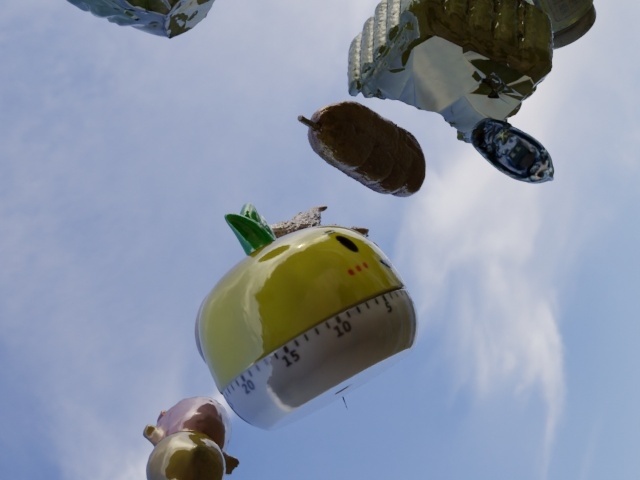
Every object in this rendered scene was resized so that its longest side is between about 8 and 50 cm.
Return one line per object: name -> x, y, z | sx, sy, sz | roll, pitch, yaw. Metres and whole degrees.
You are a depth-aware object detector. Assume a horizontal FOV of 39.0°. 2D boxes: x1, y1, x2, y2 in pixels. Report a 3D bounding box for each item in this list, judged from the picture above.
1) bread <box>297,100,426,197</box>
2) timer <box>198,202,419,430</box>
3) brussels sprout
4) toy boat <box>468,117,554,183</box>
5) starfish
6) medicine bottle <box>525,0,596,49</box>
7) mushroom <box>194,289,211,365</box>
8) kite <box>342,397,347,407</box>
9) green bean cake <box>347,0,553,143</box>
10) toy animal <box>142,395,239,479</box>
bread -> 0.067, -0.159, 1.540 | 0.344, 0.084, 0.124 | 19, -104, -49
timer -> -0.039, 0.067, 1.110 | 0.285, 0.285, 0.285 | -4, -85, -52
brussels sprout -> -0.247, -0.383, 1.175 | 0.244, 0.244, 0.244 | -4, -85, -52
toy boat -> 0.247, -0.114, 1.157 | 0.060, 0.137, 0.061 | -50, -35, 7
starfish -> 0.001, -0.004, 1.855 | 0.302, 0.299, 0.060 | -45, -28, -56
medicine bottle -> 0.355, -0.489, 1.530 | 0.322, 0.151, 0.151 | 57, -130, -35
mushroom -> -0.134, 0.172, 1.775 | 0.207, 0.215, 0.207 | 20, -119, -41
kite -> 0.012, 0.212, 1.702 | 0.006, 0.198, 0.244 | -20, -67, -6
green bean cake -> 0.174, -0.245, 1.250 | 0.236, 0.233, 0.124 | 19, -123, -16
toy animal -> -0.242, 0.402, 1.681 | 0.281, 0.195, 0.169 | -83, 18, -67
